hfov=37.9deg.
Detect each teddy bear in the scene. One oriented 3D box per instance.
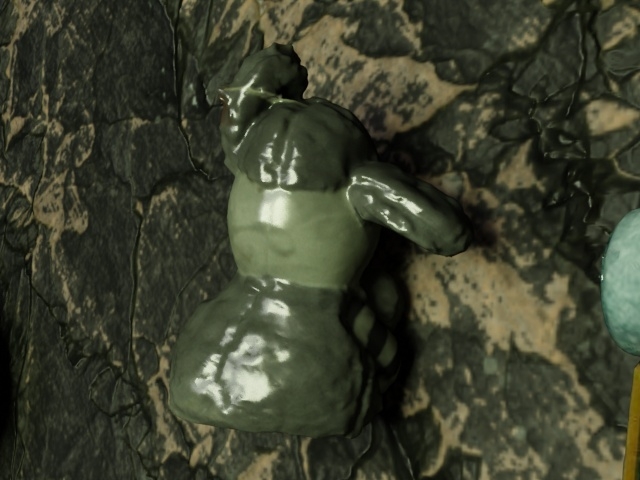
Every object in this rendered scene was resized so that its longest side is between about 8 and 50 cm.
[{"bbox_3d":[0.007,0.017,0.603,0.171,0.144,0.251,22,97,23],"label":"teddy bear"}]

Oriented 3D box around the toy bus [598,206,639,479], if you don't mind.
[{"bbox_3d":[0.206,0.119,0.342,0.162,0.194,0.323,0,78,43],"label":"toy bus"}]
